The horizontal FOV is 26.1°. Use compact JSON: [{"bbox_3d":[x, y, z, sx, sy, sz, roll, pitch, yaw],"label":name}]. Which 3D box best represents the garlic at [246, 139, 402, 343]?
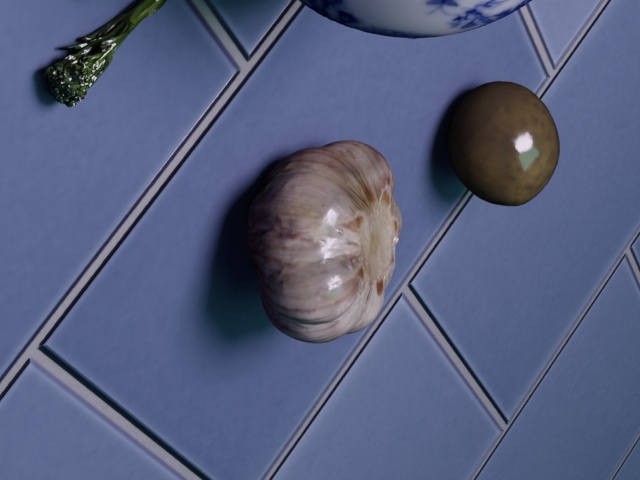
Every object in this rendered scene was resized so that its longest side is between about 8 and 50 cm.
[{"bbox_3d":[0.000,0.000,1.049,0.147,0.102,0.159,52,47,-49],"label":"garlic"}]

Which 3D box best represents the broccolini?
[{"bbox_3d":[-0.121,-0.134,0.883,0.140,0.030,0.035,-47,150,-27],"label":"broccolini"}]

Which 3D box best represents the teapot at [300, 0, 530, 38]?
[{"bbox_3d":[0.050,-0.241,0.805,0.252,0.424,0.280,65,23,-9],"label":"teapot"}]

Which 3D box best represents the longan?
[{"bbox_3d":[0.158,-0.088,1.201,0.119,0.106,0.106,-83,169,-52],"label":"longan"}]
